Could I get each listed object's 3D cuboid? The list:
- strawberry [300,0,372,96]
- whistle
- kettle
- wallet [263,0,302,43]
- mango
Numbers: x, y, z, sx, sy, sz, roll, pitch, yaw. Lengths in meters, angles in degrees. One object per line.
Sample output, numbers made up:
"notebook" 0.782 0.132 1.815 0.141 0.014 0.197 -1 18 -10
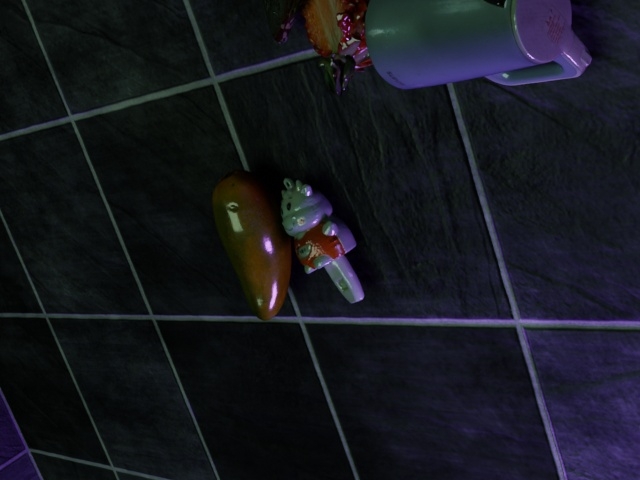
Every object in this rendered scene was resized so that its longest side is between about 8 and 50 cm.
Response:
"strawberry" 0.035 -0.359 1.320 0.188 0.106 0.286 164 92 -73
"whistle" 0.001 -0.001 1.592 0.253 0.106 0.102 59 178 -3
"kettle" 0.213 -0.266 1.182 0.243 0.160 0.210 10 159 49
"wallet" -0.057 -0.399 1.357 0.232 0.031 0.122 130 124 -73
"mango" -0.119 0.002 1.671 0.146 0.129 0.289 -117 14 -55
